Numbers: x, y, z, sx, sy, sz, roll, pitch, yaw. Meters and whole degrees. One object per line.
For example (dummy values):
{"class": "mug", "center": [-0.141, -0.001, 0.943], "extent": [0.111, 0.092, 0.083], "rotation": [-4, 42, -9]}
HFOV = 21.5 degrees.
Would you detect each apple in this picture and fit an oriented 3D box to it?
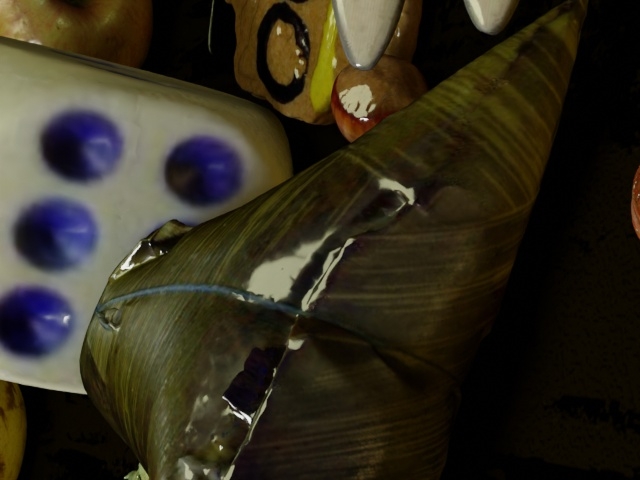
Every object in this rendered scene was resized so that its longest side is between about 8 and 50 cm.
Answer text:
{"class": "apple", "center": [-0.289, -0.239, 1.847], "extent": [0.188, 0.211, 0.211], "rotation": [137, 140, -63]}

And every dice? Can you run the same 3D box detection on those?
{"class": "dice", "center": [-0.221, -0.026, 1.501], "extent": [0.304, 0.304, 0.277], "rotation": [29, 104, 63]}

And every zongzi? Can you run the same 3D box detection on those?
{"class": "zongzi", "center": [0.000, 0.000, 1.202], "extent": [0.432, 0.207, 0.403], "rotation": [-62, 24, 2]}

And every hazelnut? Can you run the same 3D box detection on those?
{"class": "hazelnut", "center": [0.046, -0.098, 1.274], "extent": [0.086, 0.086, 0.086], "rotation": [-38, 45, 51]}

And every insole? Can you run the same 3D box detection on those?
{"class": "insole", "center": [-0.087, -0.340, 1.633], "extent": [0.109, 0.007, 0.322], "rotation": [-56, -27, -80]}

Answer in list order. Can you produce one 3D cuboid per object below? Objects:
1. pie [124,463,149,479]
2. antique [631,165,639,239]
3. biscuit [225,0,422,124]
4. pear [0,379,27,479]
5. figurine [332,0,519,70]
{"class": "pie", "center": [-0.119, 0.300, 1.395], "extent": [0.274, 0.105, 0.257], "rotation": [-39, 59, 55]}
{"class": "antique", "center": [0.211, -0.019, 0.878], "extent": [0.104, 0.104, 0.104], "rotation": [-38, 45, 51]}
{"class": "biscuit", "center": [-0.013, -0.205, 1.407], "extent": [0.290, 0.041, 0.208], "rotation": [32, 116, 51]}
{"class": "pear", "center": [-0.466, 0.227, 1.919], "extent": [0.283, 0.283, 0.284], "rotation": [-38, 45, 51]}
{"class": "figurine", "center": [0.020, -0.312, 1.227], "extent": [0.361, 0.266, 0.378], "rotation": [173, 109, -68]}
